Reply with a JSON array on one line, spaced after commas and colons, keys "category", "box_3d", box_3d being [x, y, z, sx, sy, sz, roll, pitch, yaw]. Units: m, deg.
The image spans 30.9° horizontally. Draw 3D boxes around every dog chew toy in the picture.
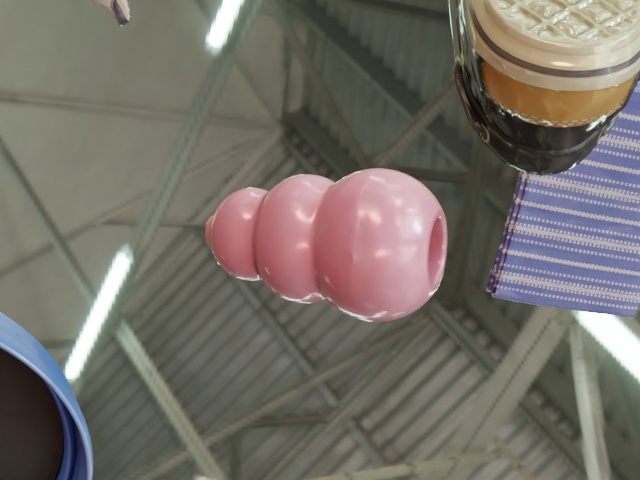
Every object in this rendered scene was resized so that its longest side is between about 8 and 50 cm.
[{"category": "dog chew toy", "box_3d": [0.000, 0.000, 1.585, 0.331, 0.206, 0.207, 4, -87, 20]}]

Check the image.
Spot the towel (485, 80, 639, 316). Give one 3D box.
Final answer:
[{"category": "towel", "box_3d": [0.379, -0.064, 1.615, 0.040, 0.243, 0.336, -124, -136, -67]}]

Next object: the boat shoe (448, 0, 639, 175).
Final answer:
[{"category": "boat shoe", "box_3d": [0.190, -0.249, 1.016, 0.500, 0.186, 0.156, -82, 176, -46]}]

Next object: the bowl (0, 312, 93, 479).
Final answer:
[{"category": "bowl", "box_3d": [-0.417, 0.210, 1.121, 0.077, 0.391, 0.391, -105, -145, -60]}]

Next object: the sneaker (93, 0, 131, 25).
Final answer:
[{"category": "sneaker", "box_3d": [-0.248, -0.276, 1.208, 0.058, 0.135, 0.052, -34, -151, -2]}]
